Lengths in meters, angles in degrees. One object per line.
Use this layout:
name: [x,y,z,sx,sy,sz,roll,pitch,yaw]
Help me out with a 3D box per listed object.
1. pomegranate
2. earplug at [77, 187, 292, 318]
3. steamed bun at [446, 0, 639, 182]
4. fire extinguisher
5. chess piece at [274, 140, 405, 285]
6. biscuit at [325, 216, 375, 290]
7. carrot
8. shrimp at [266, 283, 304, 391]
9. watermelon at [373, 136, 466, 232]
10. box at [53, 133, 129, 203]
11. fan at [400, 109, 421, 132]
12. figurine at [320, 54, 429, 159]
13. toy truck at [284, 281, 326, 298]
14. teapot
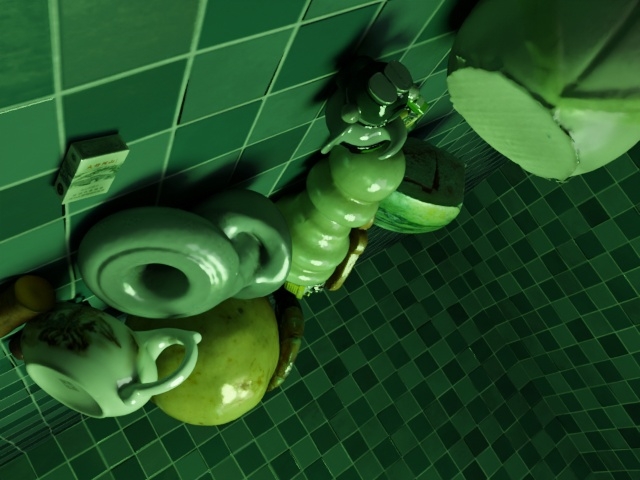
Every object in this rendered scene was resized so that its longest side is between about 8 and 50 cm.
pomegranate: [-0.248,0.225,1.222,0.342,0.342,0.342,-31,171,-5]
earplug: [-0.182,0.013,0.858,0.325,0.175,0.214,-9,152,-46]
steamed bun: [0.348,-0.261,0.813,0.309,0.309,0.309,-31,171,-5]
fire extinguisher: [-0.448,0.142,1.000,0.157,0.045,0.078,-34,-161,3]
chess piece: [0.028,-0.072,1.082,0.182,0.182,0.330,-24,162,-45]
biscuit: [0.054,-0.028,1.221,0.043,0.280,0.183,1,-166,-26]
carrot: [-0.463,0.119,0.812,0.224,0.057,0.057,-29,173,20]
shrimp: [-0.100,0.222,1.377,0.054,0.290,0.222,16,123,-18]
watermelon: [0.194,-0.120,1.317,0.262,0.213,0.201,121,-10,-74]
box: [-0.235,-0.072,0.602,0.054,0.024,0.083,-22,167,-43]
fan: [0.148,-0.223,1.062,0.082,0.039,0.155,-34,173,9]
figurine: [0.063,-0.174,0.792,0.147,0.126,0.192,-49,-172,-16]
toy truck: [0.000,0.000,1.369,0.136,0.111,0.286,112,1,-62]
teapot: [-0.319,0.168,0.858,0.204,0.298,0.139,83,28,-43]
